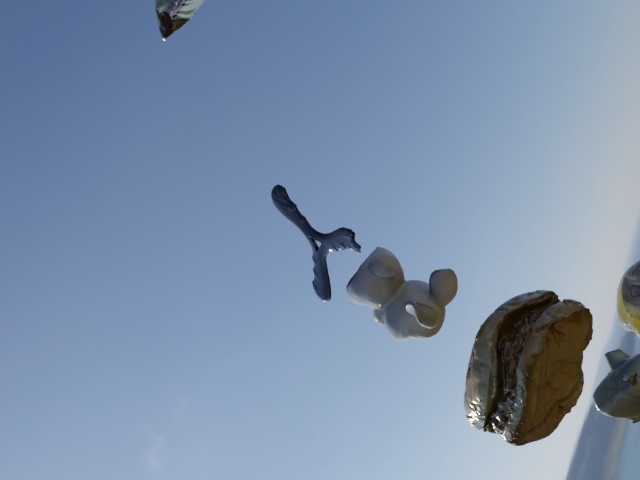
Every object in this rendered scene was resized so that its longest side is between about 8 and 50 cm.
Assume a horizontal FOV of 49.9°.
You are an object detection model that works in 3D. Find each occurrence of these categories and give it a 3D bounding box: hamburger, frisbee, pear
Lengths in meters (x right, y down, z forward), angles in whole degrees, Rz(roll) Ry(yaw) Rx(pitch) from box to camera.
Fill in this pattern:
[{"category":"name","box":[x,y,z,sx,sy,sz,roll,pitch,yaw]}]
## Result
[{"category":"hamburger","box":[0.369,0.230,1.233,0.259,0.144,0.283,-15,-66,-41]},{"category":"frisbee","box":[0.000,0.000,1.070,0.012,0.187,0.211,-31,-80,-30]},{"category":"pear","box":[0.624,0.109,1.247,0.178,0.178,0.178,-44,-38,-50]}]

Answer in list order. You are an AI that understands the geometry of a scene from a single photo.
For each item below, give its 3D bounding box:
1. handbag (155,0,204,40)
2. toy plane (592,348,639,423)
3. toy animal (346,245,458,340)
[{"category":"handbag","box":[-0.177,-0.438,1.018,0.127,0.235,0.213,22,-117,-29]},{"category":"toy plane","box":[0.395,0.128,0.717,0.286,0.092,0.108,-18,-42,-20]},{"category":"toy animal","box":[0.153,0.098,1.313,0.127,0.193,0.178,-46,-23,-25]}]
